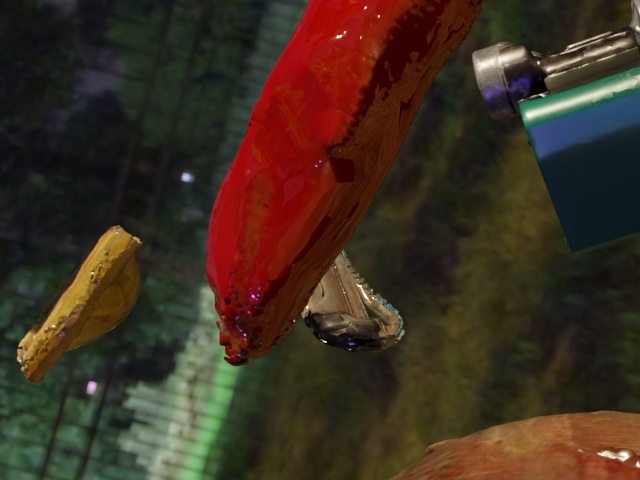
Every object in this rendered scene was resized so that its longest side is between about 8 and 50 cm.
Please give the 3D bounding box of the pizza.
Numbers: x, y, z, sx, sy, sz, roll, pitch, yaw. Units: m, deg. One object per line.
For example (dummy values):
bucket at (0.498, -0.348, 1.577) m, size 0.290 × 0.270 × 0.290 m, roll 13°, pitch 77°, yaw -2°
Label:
pizza at (-0.239, 0.052, 1.663) m, size 0.204 × 0.081 × 0.188 m, roll -48°, pitch 11°, yaw 27°

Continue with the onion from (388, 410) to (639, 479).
onion at (0.131, 0.249, 0.710) m, size 0.353 × 0.354 × 0.353 m, roll -165°, pitch 90°, yaw -89°

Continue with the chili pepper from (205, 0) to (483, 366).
chili pepper at (0.018, -0.097, 0.984) m, size 0.387 × 0.110 × 0.110 m, roll -63°, pitch -1°, yaw -5°

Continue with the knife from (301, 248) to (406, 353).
knife at (-0.001, 0.005, 1.501) m, size 0.365 × 0.089 × 0.043 m, roll -113°, pitch 27°, yaw -53°

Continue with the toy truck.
toy truck at (0.158, -0.066, 0.811) m, size 0.253 × 0.114 × 0.124 m, roll -16°, pitch -92°, yaw -77°
